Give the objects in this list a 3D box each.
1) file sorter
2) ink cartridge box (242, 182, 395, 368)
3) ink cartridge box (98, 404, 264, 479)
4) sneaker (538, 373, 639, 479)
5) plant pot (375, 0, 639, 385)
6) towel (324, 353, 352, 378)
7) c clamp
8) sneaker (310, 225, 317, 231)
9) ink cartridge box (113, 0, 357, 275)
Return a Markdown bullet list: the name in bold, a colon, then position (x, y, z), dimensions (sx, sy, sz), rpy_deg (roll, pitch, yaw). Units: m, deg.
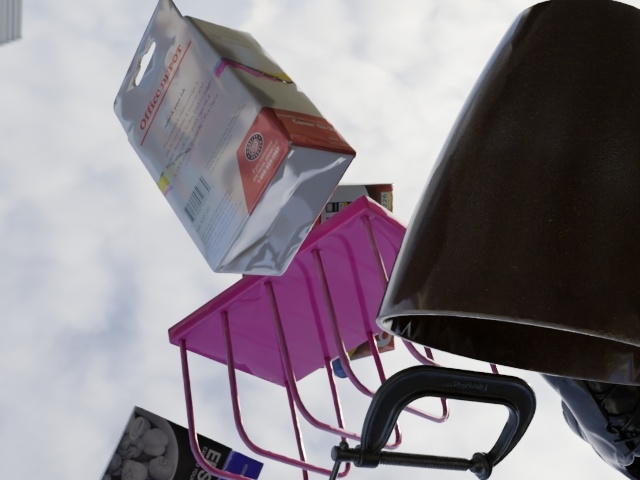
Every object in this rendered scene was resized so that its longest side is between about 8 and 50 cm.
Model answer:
- **file sorter**: position (0.015, 0.133, 0.966), dimensions (0.202, 0.291, 0.182), rpy_deg (30, -145, -43)
- **ink cartridge box**: position (0.001, 0.056, 1.562), dimensions (0.130, 0.309, 0.272), rpy_deg (3, -174, 42)
- **ink cartridge box**: position (-0.207, 0.363, 1.234), dimensions (0.208, 0.045, 0.206), rpy_deg (26, -103, -10)
- **sneaker**: position (0.268, 0.131, 0.828), dimensions (0.286, 0.109, 0.130), rpy_deg (47, -175, -36)
- **plant pot**: position (0.163, -0.036, 0.605), dimensions (0.215, 0.215, 0.230), rpy_deg (13, -102, -7)
- **towel**: position (0.004, 0.120, 1.161), dimensions (0.029, 0.119, 0.067), rpy_deg (-24, -166, -16)
- **c clamp**: position (0.084, 0.151, 0.679), dimensions (0.161, 0.137, 0.022), rpy_deg (5, -157, -19)
- **sneaker**: position (0.000, 0.000, 1.431), dimensions (0.119, 0.057, 0.047), rpy_deg (-10, -122, -7)
- **ink cartridge box**: position (-0.072, -0.082, 0.656), dimensions (0.067, 0.115, 0.198), rpy_deg (3, -141, -44)
